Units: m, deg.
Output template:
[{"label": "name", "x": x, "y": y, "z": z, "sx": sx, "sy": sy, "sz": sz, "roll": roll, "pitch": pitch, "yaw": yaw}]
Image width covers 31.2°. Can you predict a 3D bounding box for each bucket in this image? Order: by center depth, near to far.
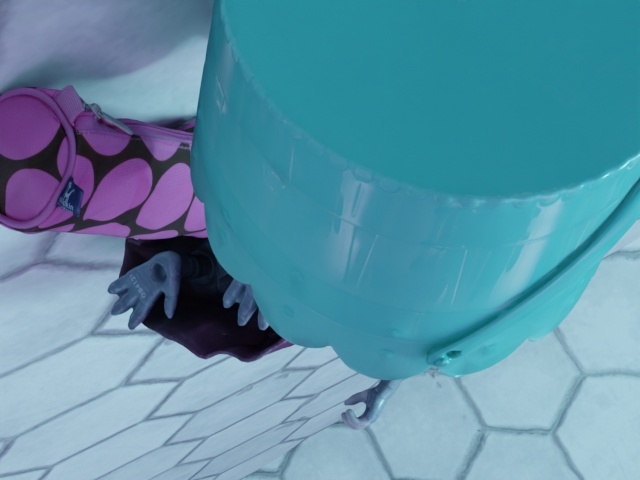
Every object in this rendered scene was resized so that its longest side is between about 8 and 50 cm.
[{"label": "bucket", "x": 0.061, "y": -0.081, "z": 0.635, "sx": 0.281, "sy": 0.281, "sz": 0.183, "roll": -24, "pitch": 159, "yaw": -18}]

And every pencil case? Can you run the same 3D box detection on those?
[{"label": "pencil case", "x": -0.123, "y": -0.047, "z": 0.742, "sx": 0.098, "sy": 0.095, "sz": 0.209, "roll": -51, "pitch": 160, "yaw": 18}]

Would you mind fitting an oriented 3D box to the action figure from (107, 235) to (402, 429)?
[{"label": "action figure", "x": 0.000, "y": 0.000, "z": 1.020, "sx": 0.370, "sy": 0.248, "sz": 0.275, "roll": -7, "pitch": 127, "yaw": -51}]
